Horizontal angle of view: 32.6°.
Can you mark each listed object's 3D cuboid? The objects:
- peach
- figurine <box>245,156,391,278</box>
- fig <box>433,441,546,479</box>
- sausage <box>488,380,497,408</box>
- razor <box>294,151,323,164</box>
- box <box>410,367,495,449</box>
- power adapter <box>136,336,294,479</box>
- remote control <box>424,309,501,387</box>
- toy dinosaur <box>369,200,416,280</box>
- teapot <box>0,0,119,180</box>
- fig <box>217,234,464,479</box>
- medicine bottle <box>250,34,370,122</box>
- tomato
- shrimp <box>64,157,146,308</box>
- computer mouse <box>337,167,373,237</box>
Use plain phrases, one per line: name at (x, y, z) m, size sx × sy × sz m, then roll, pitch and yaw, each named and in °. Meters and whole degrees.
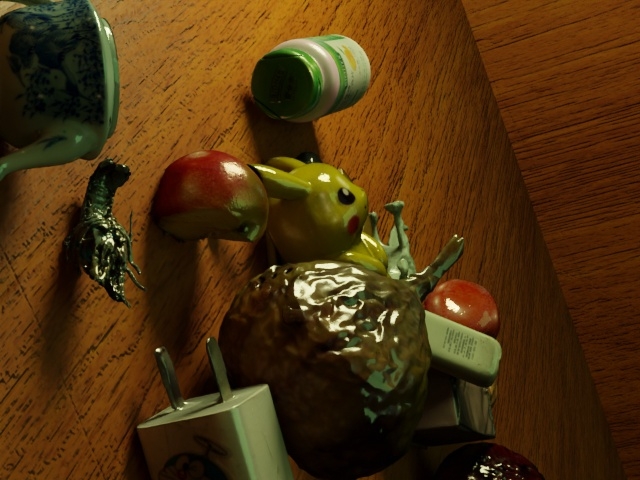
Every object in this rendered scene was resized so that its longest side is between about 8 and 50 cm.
peach at (-0.130, -0.055, 1.354) m, size 0.151 × 0.151 × 0.118 m, roll 29°, pitch 63°, yaw -62°
figurine at (0.003, 0.007, 1.595) m, size 0.218 × 0.169 × 0.326 m, roll -87°, pitch 160°, yaw -75°
fig at (0.307, 0.496, 1.967) m, size 0.224 × 0.224 × 0.263 m, roll 4°, pitch 82°, yaw -68°
sausage at (0.281, 0.305, 2.153) m, size 0.241 × 0.120 × 0.136 m, roll -2°, pitch 81°, yaw -72°
razor at (-0.010, -0.064, 1.756) m, size 0.090 × 0.054 × 0.148 m, roll 42°, pitch 38°, yaw -50°
box at (0.196, 0.263, 1.927) m, size 0.252 × 0.153 × 0.188 m, roll 37°, pitch 44°, yaw -60°
power adapter at (-0.120, 0.207, 1.193) m, size 0.125 × 0.130 × 0.204 m, roll -22°, pitch 96°, yaw -68°
remote control at (0.157, 0.151, 1.788) m, size 0.310 × 0.038 × 0.090 m, roll 22°, pitch 61°, yaw -10°
toy dinosaur at (0.133, 0.025, 2.014) m, size 0.393 × 0.092 × 0.205 m, roll -87°, pitch 162°, yaw -80°
teapot at (-0.277, -0.157, 1.048) m, size 0.159 × 0.159 × 0.232 m, roll 38°, pitch 29°, yaw -58°
fig at (0.051, 0.105, 1.370) m, size 0.368 × 0.286 × 0.286 m, roll -47°, pitch 131°, yaw -17°
medicine bottle at (-0.016, -0.261, 1.764) m, size 0.274 × 0.133 × 0.133 m, roll -34°, pitch 108°, yaw -67°
tomato at (0.283, 0.152, 2.216) m, size 0.167 × 0.167 × 0.167 m, roll -15°, pitch 90°, yaw -69°
shrimp at (-0.223, -0.002, 1.151) m, size 0.082 × 0.076 × 0.174 m, roll 24°, pitch 42°, yaw -33°
computer mouse at (0.048, -0.019, 1.876) m, size 0.126 × 0.056 × 0.245 m, roll 58°, pitch 28°, yaw -37°
